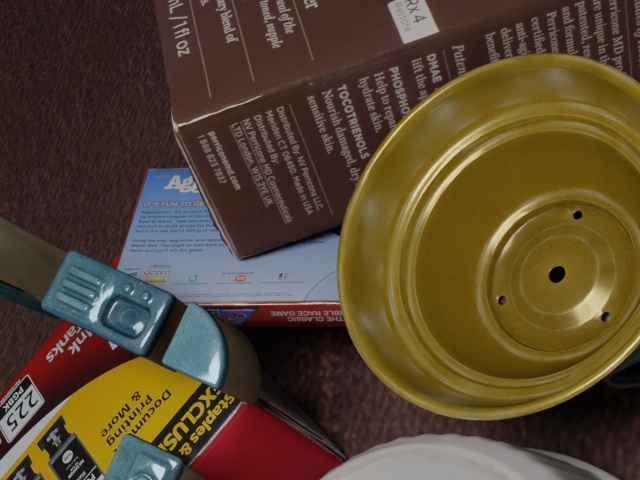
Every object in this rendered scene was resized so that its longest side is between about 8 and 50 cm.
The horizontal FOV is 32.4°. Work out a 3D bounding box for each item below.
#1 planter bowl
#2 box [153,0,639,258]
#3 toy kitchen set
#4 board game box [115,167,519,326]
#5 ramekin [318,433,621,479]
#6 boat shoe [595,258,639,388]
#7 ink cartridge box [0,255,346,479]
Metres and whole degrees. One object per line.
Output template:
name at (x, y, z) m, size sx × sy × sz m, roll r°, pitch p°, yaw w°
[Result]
planter bowl at (0.123, 0.008, 0.642) m, size 0.217 × 0.090 × 0.217 m, roll -16°, pitch 60°, yaw 31°
box at (0.085, -0.149, 0.755) m, size 0.381 × 0.143 × 0.191 m, roll -18°, pitch 46°, yaw 2°
toy kitchen set at (-0.164, 0.089, 0.662) m, size 0.207 × 0.122 × 0.166 m, roll 21°, pitch 80°, yaw 23°
board game box at (0.000, 0.000, 0.776) m, size 0.281 × 0.027 × 0.145 m, roll -1°, pitch 45°, yaw 9°
ramekin at (0.070, 0.229, 0.583) m, size 0.272 × 0.127 × 0.273 m, roll -17°, pitch 56°, yaw 27°
boat shoe at (0.260, 0.042, 0.618) m, size 0.227 × 0.079 × 0.081 m, roll -16°, pitch 59°, yaw 37°
ink cartridge box at (-0.144, 0.212, 0.774) m, size 0.309 × 0.130 × 0.272 m, roll -50°, pitch 45°, yaw -2°
